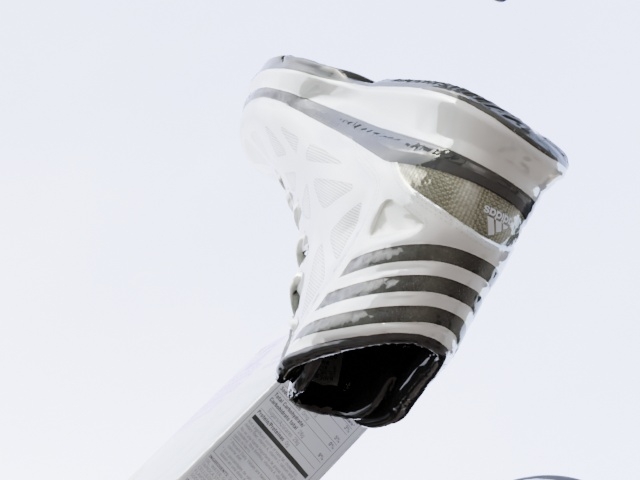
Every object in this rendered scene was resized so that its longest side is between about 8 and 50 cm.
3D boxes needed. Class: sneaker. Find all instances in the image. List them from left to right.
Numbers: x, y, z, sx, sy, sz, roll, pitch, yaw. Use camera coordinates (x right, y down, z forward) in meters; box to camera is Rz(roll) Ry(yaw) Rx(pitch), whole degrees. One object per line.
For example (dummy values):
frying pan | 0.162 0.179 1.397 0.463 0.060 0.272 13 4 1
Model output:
sneaker | -0.001 0.000 1.276 0.169 0.447 0.257 30 -96 -24

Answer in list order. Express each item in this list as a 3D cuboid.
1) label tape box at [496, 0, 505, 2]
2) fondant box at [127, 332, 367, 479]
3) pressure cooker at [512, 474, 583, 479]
label tape box | 0.137 -0.319 1.272 0.347 0.249 0.115 26 -45 -2
fondant box | -0.085 0.208 1.407 0.330 0.238 0.096 -42 -85 -29
pressure cooker | 0.219 0.460 1.511 0.375 0.370 0.420 -28 -54 -14
